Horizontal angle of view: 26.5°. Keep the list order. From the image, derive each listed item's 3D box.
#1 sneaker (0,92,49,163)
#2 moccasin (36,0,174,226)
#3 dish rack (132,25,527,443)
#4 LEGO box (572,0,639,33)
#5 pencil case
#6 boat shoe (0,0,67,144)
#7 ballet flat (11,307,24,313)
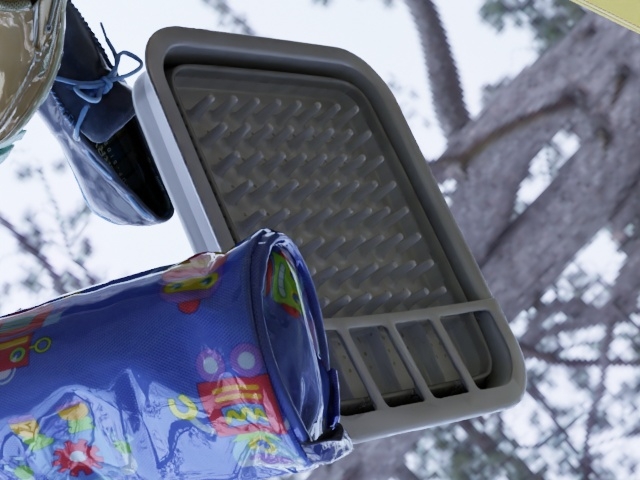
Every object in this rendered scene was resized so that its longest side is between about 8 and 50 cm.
[{"bbox_3d":[-0.300,-0.061,1.208,0.094,0.256,0.151,-10,-96,-41],"label":"sneaker"},{"bbox_3d":[-0.255,-0.161,1.611,0.137,0.117,0.342,-54,-43,-28],"label":"moccasin"},{"bbox_3d":[0.000,0.000,1.026,0.286,0.072,0.332,-3,-117,-49],"label":"dish rack"},{"bbox_3d":[0.357,-0.373,1.245,0.500,0.372,0.193,29,-119,10],"label":"LEGO box"},{"bbox_3d":[-0.132,0.093,0.725,0.119,0.306,0.133,-85,-27,-52],"label":"pencil case"},{"bbox_3d":[-0.173,-0.135,0.750,0.068,0.190,0.072,18,-162,-5],"label":"boat shoe"},{"bbox_3d":[-0.106,0.122,0.869,0.077,0.091,0.241,-36,-110,-25],"label":"ballet flat"}]
